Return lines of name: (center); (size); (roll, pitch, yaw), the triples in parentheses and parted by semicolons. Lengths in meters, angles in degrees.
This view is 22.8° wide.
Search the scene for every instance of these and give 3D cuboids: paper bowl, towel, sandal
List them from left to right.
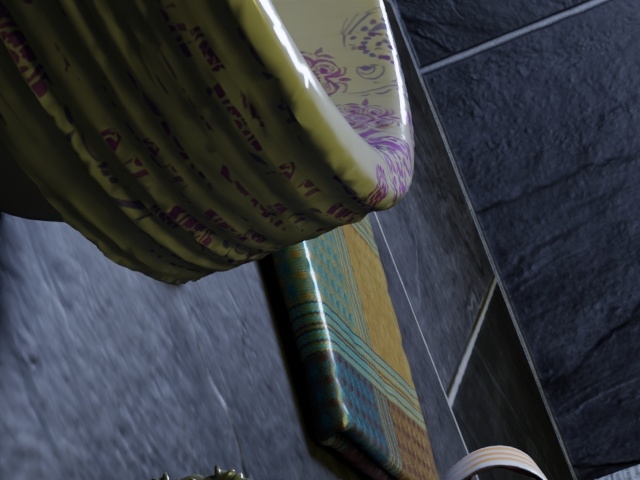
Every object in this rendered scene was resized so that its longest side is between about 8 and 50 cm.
paper bowl: (-0.083, -0.121, 0.571); (0.284, 0.148, 0.284); (-22, 90, -77)
towel: (0.000, 0.000, 1.148); (0.271, 0.040, 0.370); (48, 25, -62)
sandal: (0.132, 0.209, 1.279); (0.265, 0.102, 0.076); (65, 5, -79)

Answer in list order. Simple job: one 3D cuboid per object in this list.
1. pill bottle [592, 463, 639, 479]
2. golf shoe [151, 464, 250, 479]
pill bottle: (0.192, 0.226, 0.981); (0.160, 0.283, 0.160); (-21, 90, -80)
golf shoe: (-0.043, 0.160, 0.541); (0.176, 0.069, 0.086); (-95, -178, -50)
